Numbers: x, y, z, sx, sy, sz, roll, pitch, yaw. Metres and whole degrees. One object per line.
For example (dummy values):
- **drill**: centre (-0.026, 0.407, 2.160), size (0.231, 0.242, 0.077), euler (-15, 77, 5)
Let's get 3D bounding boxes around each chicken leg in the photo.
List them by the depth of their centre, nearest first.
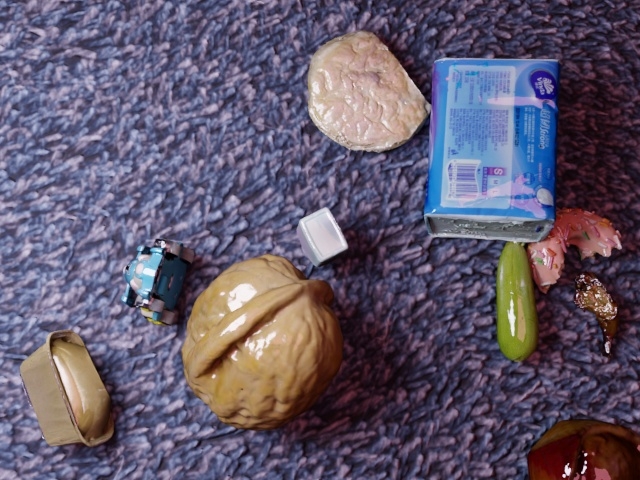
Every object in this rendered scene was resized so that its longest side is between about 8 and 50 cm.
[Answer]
- **chicken leg**: centre (0.461, 0.119, 1.217), size (0.062, 0.037, 0.145), euler (-28, 83, 12)

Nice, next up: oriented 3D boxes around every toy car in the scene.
- **toy car**: centre (-0.259, 0.054, 1.094), size (0.098, 0.161, 0.126), euler (13, 80, 7)

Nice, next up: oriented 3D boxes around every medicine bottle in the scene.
- **medicine bottle**: centre (0.000, 0.000, 1.147), size (0.055, 0.118, 0.074), euler (-28, 83, -10)

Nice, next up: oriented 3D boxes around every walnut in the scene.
- **walnut**: centre (-0.077, 0.141, 1.044), size (0.257, 0.257, 0.224), euler (-33, 69, -10)

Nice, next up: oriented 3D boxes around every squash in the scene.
- **squash**: centre (0.318, 0.095, 1.192), size (0.066, 0.066, 0.201), euler (4, 77, -5)

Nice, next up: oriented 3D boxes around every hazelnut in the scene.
- **hazelnut**: centre (0.410, 0.350, 1.104), size (0.202, 0.160, 0.170), euler (0, 107, -10)

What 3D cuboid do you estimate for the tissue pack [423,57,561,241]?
- **tissue pack**: centre (0.272, -0.142, 1.174), size (0.198, 0.146, 0.263), euler (3, 76, 11)

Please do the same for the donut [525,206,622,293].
- **donut**: centre (0.408, -0.001, 1.217), size (0.166, 0.065, 0.117), euler (-33, 86, -12)

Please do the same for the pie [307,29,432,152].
- **pie**: centre (0.069, -0.242, 1.229), size (0.185, 0.052, 0.218), euler (-36, 88, -13)

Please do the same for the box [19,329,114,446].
- **box**: centre (-0.364, 0.220, 1.081), size (0.111, 0.111, 0.177), euler (-23, 84, -9)
